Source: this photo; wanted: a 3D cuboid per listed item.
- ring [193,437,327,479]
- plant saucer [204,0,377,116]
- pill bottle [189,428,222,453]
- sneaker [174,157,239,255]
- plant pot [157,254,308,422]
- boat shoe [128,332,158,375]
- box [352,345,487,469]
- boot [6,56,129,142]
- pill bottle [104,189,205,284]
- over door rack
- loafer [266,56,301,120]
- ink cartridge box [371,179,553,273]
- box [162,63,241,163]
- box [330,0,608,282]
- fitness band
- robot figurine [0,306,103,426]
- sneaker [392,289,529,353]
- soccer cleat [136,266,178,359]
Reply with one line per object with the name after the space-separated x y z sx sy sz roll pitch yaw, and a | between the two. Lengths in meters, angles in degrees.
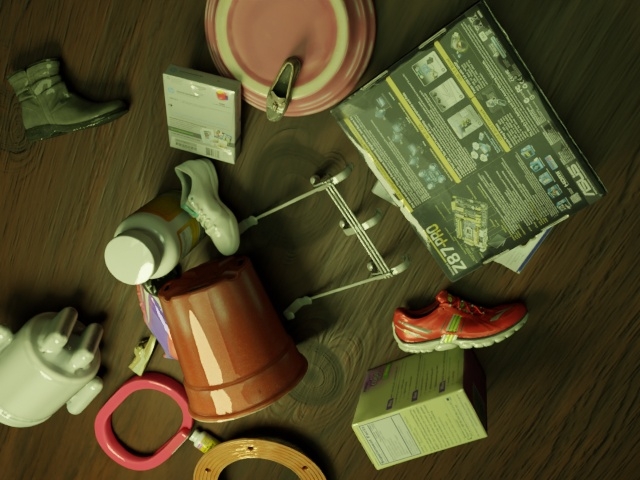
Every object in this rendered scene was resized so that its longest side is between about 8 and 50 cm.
-0.145 0.603 1.671 0.337 0.032 0.336 2 120 4 | ring
-0.064 -0.392 1.259 0.332 0.084 0.332 4 111 11 | plant saucer
-0.282 0.502 1.678 0.083 0.043 0.043 35 114 -3 | pill bottle
-0.241 -0.062 1.392 0.080 0.094 0.212 -25 86 39 | sneaker
-0.195 0.188 1.416 0.273 0.272 0.265 -14 105 17 | plant pot
-0.421 0.265 1.613 0.045 0.050 0.135 27 114 -5 | boat shoe
0.212 0.333 1.409 0.243 0.213 0.117 -23 104 19 | box
-0.530 -0.304 1.402 0.247 0.083 0.161 -10 103 15 | boot
-0.334 -0.005 1.380 0.136 0.245 0.136 4 112 11 | pill bottle
0.000 0.000 1.397 0.324 0.108 0.239 -26 104 35 | over door rack
-0.073 -0.274 1.239 0.045 0.039 0.125 24 114 2 | loafer
0.283 -0.087 1.312 0.333 0.065 0.165 31 113 1 | ink cartridge box
-0.230 -0.245 1.335 0.145 0.038 0.186 15 142 6 | box
0.259 -0.165 1.204 0.318 0.097 0.395 -34 99 19 | box
-0.437 0.451 1.692 0.209 0.054 0.291 43 113 -3 | fitness band
-0.662 0.307 1.601 0.353 0.199 0.300 -39 113 22 | robot figurine
0.281 0.156 1.390 0.279 0.107 0.118 -12 99 14 | sneaker
-0.368 0.132 1.525 0.116 0.108 0.318 -16 107 30 | soccer cleat
